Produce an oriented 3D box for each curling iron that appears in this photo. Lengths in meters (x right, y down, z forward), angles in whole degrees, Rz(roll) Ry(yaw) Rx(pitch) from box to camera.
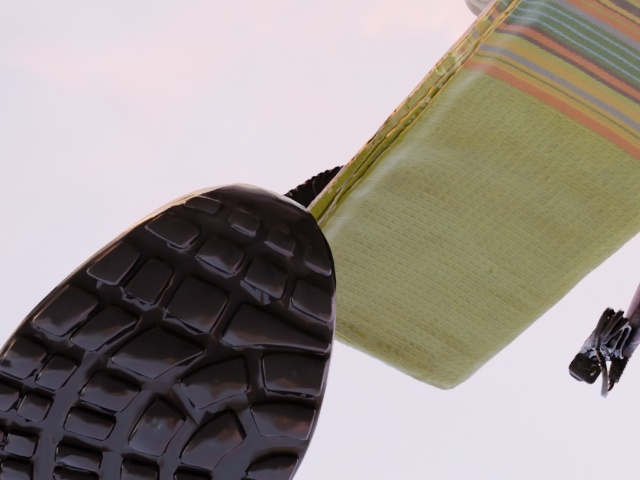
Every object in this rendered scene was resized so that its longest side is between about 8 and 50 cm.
[{"bbox_3d":[0.210,0.003,0.965,0.035,0.274,0.068,33,-133,10],"label":"curling iron"}]

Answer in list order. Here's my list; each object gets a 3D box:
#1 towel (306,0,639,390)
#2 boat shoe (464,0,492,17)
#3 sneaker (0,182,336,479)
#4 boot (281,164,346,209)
[{"bbox_3d":[0.071,-0.022,0.580,0.102,0.237,0.021,28,-135,-16],"label":"towel"},{"bbox_3d":[0.158,-0.163,0.889,0.170,0.059,0.063,-14,-138,0],"label":"boat shoe"},{"bbox_3d":[-0.081,0.086,0.626,0.107,0.283,0.124,26,-157,-7],"label":"sneaker"},{"bbox_3d":[0.001,0.000,1.203,0.121,0.099,0.045,-22,-125,0],"label":"boot"}]
